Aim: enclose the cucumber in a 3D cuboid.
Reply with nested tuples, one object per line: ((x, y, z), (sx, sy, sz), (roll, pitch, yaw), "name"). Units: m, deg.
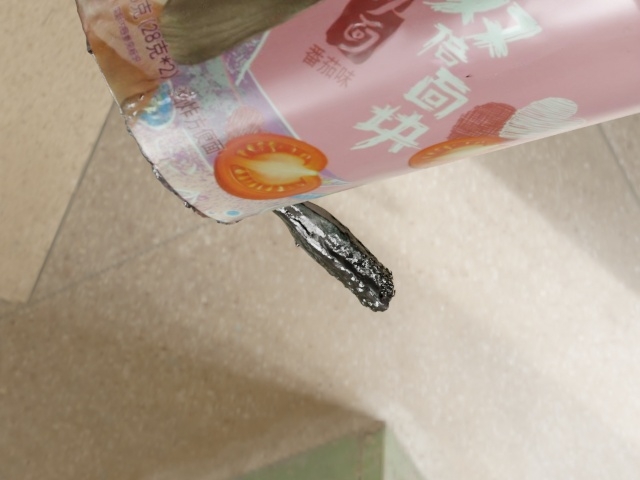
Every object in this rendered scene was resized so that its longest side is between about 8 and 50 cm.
((0.000, 0.000, 0.985), (0.039, 0.043, 0.163), (-17, 135, 34), "cucumber")

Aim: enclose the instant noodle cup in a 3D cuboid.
((0.027, -0.132, 0.600), (0.231, 0.243, 0.243), (-20, 120, 17), "instant noodle cup")
